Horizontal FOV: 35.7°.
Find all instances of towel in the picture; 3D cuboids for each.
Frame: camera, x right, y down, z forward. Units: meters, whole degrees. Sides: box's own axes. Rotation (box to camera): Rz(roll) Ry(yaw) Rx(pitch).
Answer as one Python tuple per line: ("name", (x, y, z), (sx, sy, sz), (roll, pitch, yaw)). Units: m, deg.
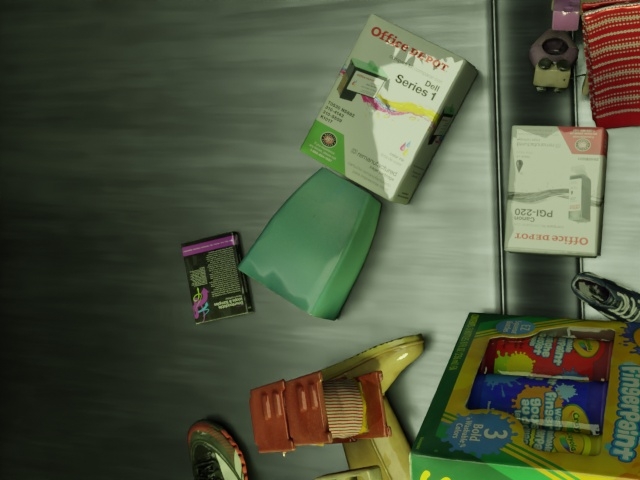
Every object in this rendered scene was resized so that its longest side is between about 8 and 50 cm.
("towel", (0.523, -0.278, 1.574), (0.198, 0.275, 0.031), (-2, 55, 19))

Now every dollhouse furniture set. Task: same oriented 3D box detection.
("dollhouse furniture set", (0.023, 0.411, 1.656), (0.152, 0.201, 0.374), (-17, 77, 32))

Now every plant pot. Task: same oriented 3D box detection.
("plant pot", (0.000, 0.000, 1.793), (0.165, 0.165, 0.234), (32, 91, 17))

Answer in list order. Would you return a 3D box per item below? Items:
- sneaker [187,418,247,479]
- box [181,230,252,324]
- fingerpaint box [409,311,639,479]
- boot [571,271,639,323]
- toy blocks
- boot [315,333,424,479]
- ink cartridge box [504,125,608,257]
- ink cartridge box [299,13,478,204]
("sneaker", (-0.191, 0.469, 1.857), (0.097, 0.135, 0.276), (-24, 80, 19))
("box", (-0.202, 0.073, 1.924), (0.116, 0.029, 0.162), (-13, 84, 19))
("fingerpaint box", (0.365, 0.277, 1.493), (0.370, 0.445, 0.163), (3, 113, 20))
("boot", (0.502, 0.113, 1.649), (0.190, 0.086, 0.069), (26, 97, 18))
("toy blocks", (0.506, -0.430, 1.619), (0.288, 0.309, 0.260), (7, 58, 8))
("boot", (0.130, 0.324, 1.778), (0.236, 0.089, 0.270), (-28, 79, 29))
("ink cartridge box", (0.400, -0.082, 1.686), (0.158, 0.092, 0.218), (3, 92, 19))
("ink cartridge box", (0.123, -0.233, 1.771), (0.201, 0.117, 0.278), (30, 98, 17))
